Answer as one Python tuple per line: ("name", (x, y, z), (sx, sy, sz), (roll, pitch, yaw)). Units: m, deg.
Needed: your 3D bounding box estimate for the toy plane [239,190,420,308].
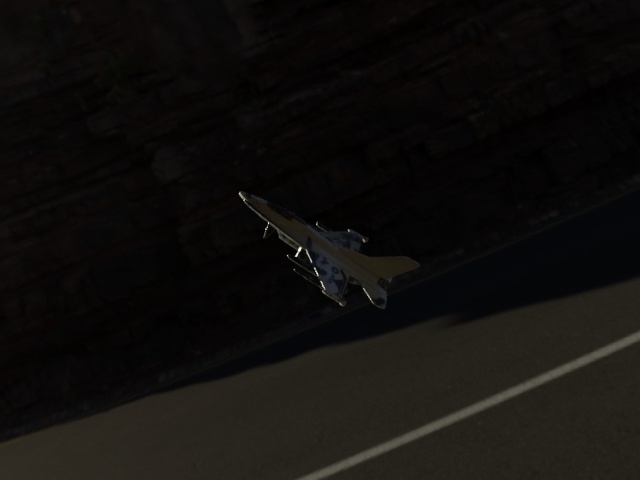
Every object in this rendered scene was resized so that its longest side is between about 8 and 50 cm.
("toy plane", (0.000, 0.015, 0.728), (0.160, 0.234, 0.082), (-64, -5, -58))
